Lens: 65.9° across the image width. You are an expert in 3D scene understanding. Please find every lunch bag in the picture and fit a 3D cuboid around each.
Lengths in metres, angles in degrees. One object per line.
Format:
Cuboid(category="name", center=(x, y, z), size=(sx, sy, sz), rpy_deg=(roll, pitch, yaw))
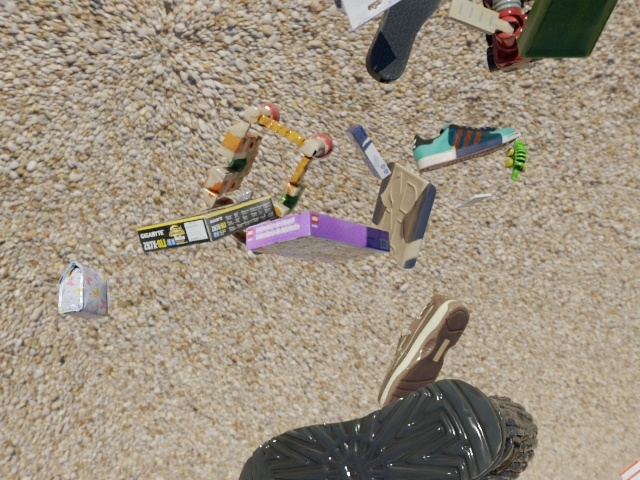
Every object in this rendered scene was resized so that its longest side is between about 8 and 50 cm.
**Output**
Cuboid(category="lunch bag", center=(-0.385, 0.082, 0.805), size=(0.053, 0.071, 0.083), rpy_deg=(-8, 72, 9))

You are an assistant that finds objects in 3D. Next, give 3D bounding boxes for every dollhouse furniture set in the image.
Cuboid(category="dollhouse furniture set", center=(0.229, -0.378, 0.677), size=(0.301, 0.151, 0.198), rpy_deg=(1, 67, 5))

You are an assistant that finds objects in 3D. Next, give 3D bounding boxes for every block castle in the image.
Cuboid(category="block castle", center=(-0.187, -0.205, 1.669), size=(0.303, 0.213, 0.453), rpy_deg=(31, 109, 7))

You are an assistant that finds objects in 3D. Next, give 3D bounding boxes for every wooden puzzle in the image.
Cuboid(category="wooden puzzle", center=(0.315, -0.102, 1.855), size=(0.080, 0.348, 0.322), rpy_deg=(4, 111, -21))

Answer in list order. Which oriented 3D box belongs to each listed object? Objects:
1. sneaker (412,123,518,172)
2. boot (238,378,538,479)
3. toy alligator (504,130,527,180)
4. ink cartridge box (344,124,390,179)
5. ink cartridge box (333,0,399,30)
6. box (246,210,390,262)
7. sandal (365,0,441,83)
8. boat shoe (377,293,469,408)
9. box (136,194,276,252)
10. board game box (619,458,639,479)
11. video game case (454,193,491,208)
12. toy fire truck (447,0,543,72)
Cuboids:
Cuboid(category="sneaker", center=(0.418, -0.297, 1.446), size=(0.302, 0.108, 0.121), rpy_deg=(-15, 83, 2))
Cuboid(category="boot", center=(0.098, 0.290, 0.628), size=(0.347, 0.131, 0.260), rpy_deg=(-25, 150, 18))
Cuboid(category="toy alligator", center=(0.583, -0.262, 1.451), size=(0.056, 0.051, 0.190), rpy_deg=(17, 64, -5))
Cuboid(category="ink cartridge box", center=(0.171, -0.322, 1.792), size=(0.046, 0.097, 0.207), rpy_deg=(-37, 110, -3))
Cuboid(category="ink cartridge box", center=(0.111, -0.698, 1.308), size=(0.206, 0.045, 0.208), rpy_deg=(-39, 125, -22))
Cuboid(category="box", center=(0.000, 0.000, 1.167), size=(0.293, 0.200, 0.057), rpy_deg=(12, 71, -48))
Cuboid(category="sandal", center=(0.253, -0.707, 1.599), size=(0.167, 0.107, 0.446), rpy_deg=(31, 78, -18))
Cuboid(category="boat shoe", center=(0.191, 0.221, 0.982), size=(0.095, 0.095, 0.257), rpy_deg=(36, 91, -32))
Cuboid(category="box", center=(-0.321, -0.051, 1.436), size=(0.257, 0.322, 0.079), rpy_deg=(-10, 99, 30))
Cuboid(category="board game box", center=(0.573, 0.406, 0.755), size=(0.193, 0.147, 0.045), rpy_deg=(11, 122, -33))
Cuboid(category="video game case", center=(0.602, -0.156, 1.952), size=(0.087, 0.122, 0.011), rpy_deg=(-8, 77, -29))
Cuboid(category="toy fire truck", center=(0.374, -0.494, 1.048), size=(0.246, 0.158, 0.217), rpy_deg=(4, 82, -62))
